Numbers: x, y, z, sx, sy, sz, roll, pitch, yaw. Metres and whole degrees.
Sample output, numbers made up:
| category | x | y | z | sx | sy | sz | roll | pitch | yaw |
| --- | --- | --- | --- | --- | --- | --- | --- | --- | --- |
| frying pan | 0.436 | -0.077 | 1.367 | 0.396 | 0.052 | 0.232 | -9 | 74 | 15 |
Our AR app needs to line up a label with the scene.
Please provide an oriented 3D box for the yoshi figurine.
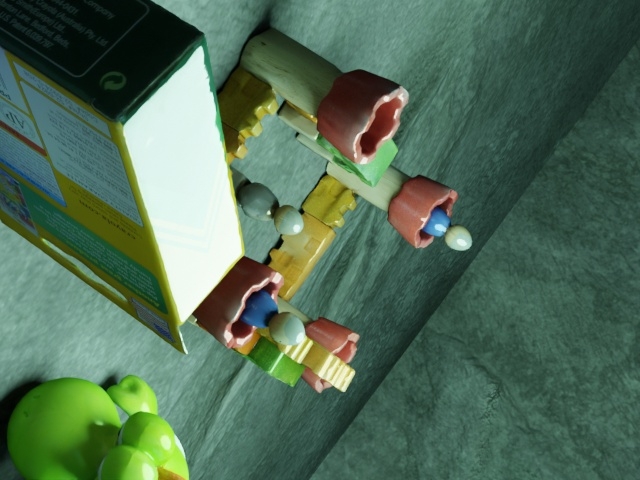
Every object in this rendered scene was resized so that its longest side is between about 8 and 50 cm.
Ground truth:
| category | x | y | z | sx | sy | sz | roll | pitch | yaw |
| --- | --- | --- | --- | --- | --- | --- | --- | --- | --- |
| yoshi figurine | -0.240 | 0.236 | 1.311 | 0.203 | 0.203 | 0.362 | -3 | 155 | -17 |

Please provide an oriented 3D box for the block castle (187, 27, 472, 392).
| category | x | y | z | sx | sy | sz | roll | pitch | yaw |
| --- | --- | --- | --- | --- | --- | --- | --- | --- | --- |
| block castle | 0.000 | 0.000 | 1.371 | 0.303 | 0.213 | 0.453 | -55 | 162 | -3 |

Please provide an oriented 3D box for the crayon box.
| category | x | y | z | sx | sy | sz | roll | pitch | yaw |
| --- | --- | --- | --- | --- | --- | --- | --- | --- | --- |
| crayon box | -0.161 | -0.067 | 0.869 | 0.083 | 0.203 | 0.323 | -49 | 161 | -22 |
